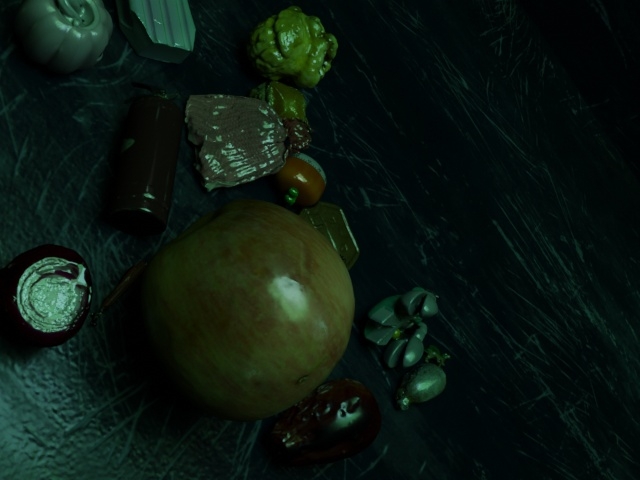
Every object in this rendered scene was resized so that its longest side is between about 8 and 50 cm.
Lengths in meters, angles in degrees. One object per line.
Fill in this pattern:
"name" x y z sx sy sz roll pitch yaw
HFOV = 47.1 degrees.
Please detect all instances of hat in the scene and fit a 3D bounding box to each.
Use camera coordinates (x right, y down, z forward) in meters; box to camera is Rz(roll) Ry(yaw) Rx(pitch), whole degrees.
"hat" -0.155 -0.228 1.648 0.286 0.107 0.236 -8 76 -19

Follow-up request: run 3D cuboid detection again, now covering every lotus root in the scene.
"lotus root" 0.238 0.346 1.759 0.165 0.088 0.088 -23 87 -35

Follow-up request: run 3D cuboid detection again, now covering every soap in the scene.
"soap" -0.366 -0.500 1.604 0.145 0.091 0.230 0 71 -39

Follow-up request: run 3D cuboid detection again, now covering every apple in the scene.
"apple" -0.136 0.111 1.321 0.346 0.391 0.391 49 46 -10

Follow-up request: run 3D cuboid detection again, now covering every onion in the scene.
"onion" -0.481 0.088 1.211 0.198 0.135 0.173 16 62 -19

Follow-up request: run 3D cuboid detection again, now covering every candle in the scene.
"candle" -0.377 0.096 1.363 0.026 0.021 0.167 41 49 -8

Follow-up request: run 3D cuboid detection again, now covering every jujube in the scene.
"jujube" 0.009 0.378 1.489 0.236 0.168 0.168 -22 86 -28

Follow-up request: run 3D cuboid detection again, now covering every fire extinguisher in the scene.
"fire extinguisher" -0.347 -0.181 1.461 0.135 0.114 0.337 1 62 6

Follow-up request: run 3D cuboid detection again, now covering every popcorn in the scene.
"popcorn" -0.068 -0.457 1.784 0.203 0.200 0.226 53 3 1

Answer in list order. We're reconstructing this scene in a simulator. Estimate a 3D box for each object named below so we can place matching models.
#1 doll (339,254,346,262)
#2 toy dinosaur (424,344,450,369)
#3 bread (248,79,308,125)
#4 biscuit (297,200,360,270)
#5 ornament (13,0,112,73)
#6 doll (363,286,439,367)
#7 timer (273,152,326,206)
"doll" -0.021 0.092 1.626 0.192 0.095 0.149 11 74 -41
"toy dinosaur" 0.285 0.288 1.869 0.120 0.029 0.060 32 36 -20
"bread" -0.098 -0.311 1.768 0.140 0.069 0.128 6 68 -44
"biscuit" 0.002 -0.001 1.737 0.215 0.034 0.182 -19 84 -45
"ornament" -0.486 -0.413 1.403 0.177 0.177 0.177 19 59 -35
"doll" 0.217 0.176 1.758 0.258 0.153 0.195 -45 139 -32
"timer" -0.054 -0.131 1.709 0.136 0.099 0.136 10 69 -26
